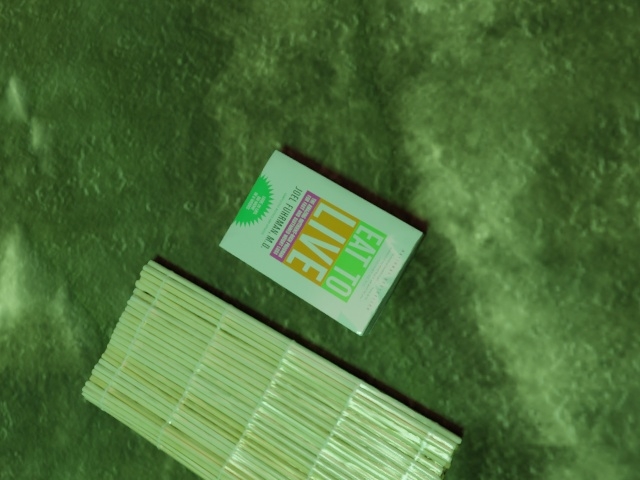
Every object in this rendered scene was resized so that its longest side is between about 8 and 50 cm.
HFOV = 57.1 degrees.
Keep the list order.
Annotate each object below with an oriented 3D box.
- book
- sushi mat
[{"bbox_3d":[0.000,0.000,0.488,0.144,0.035,0.096,30,92,17],"label":"book"},{"bbox_3d":[-0.055,0.151,0.502,0.317,0.019,0.151,27,94,16],"label":"sushi mat"}]
